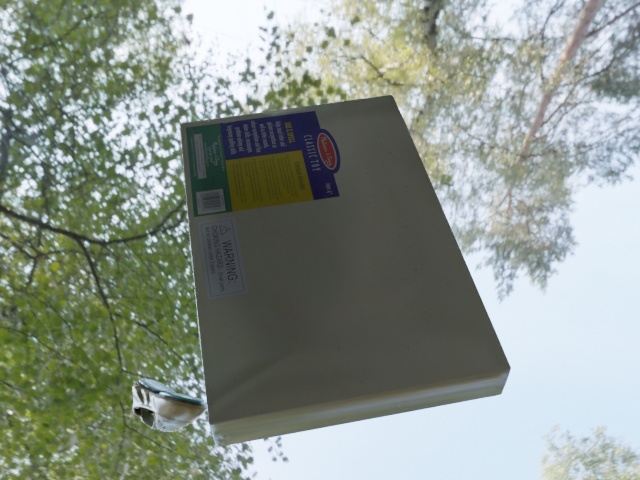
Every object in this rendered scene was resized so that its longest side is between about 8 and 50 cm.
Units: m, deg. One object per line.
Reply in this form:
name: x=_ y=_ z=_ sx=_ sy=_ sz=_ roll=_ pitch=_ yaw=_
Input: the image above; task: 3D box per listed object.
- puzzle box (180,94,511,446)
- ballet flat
puzzle box: x=0.000 y=0.000 z=0.741 sx=0.272 sy=0.052 sz=0.408 roll=-9 pitch=-131 yaw=-6
ballet flat: x=-0.255 y=0.284 z=1.160 sx=0.080 sy=0.232 sz=0.073 roll=19 pitch=-102 yaw=-30
